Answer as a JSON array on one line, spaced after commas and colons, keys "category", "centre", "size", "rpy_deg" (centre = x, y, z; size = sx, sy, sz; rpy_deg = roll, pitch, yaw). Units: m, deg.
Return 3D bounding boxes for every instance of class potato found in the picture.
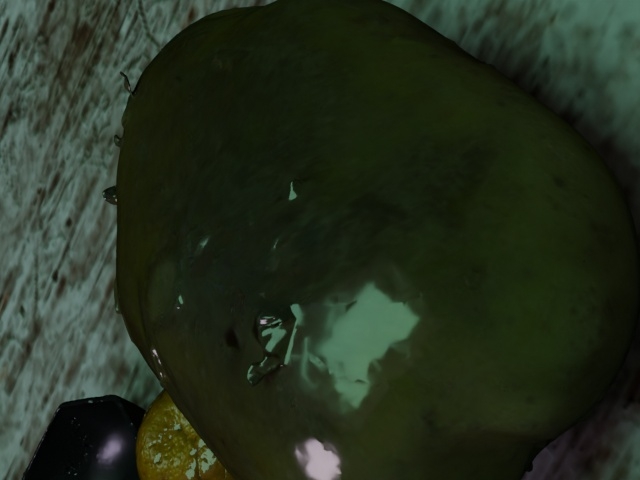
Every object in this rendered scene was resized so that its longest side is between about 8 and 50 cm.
[{"category": "potato", "centre": [0.000, 0.000, 0.701], "size": [0.296, 0.141, 0.192], "rpy_deg": [43, 111, 50]}]

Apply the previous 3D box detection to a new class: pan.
[{"category": "pan", "centre": [-0.125, 0.149, 0.899], "size": [0.202, 0.048, 0.128], "rpy_deg": [-12, 72, 49]}]

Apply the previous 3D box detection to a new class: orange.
[{"category": "orange", "centre": [-0.043, 0.095, 0.790], "size": [0.083, 0.070, 0.083], "rpy_deg": [-18, 62, 37]}]
